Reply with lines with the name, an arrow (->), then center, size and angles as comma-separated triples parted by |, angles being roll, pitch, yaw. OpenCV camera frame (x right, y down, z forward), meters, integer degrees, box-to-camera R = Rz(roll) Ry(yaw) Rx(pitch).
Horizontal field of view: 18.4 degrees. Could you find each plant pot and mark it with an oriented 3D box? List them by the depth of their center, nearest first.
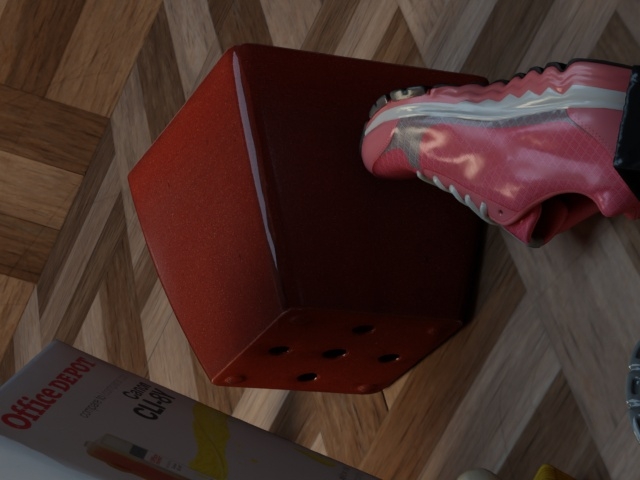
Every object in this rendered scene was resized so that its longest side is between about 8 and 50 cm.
plant pot -> 0.000, 0.000, 1.825 | 0.267, 0.267, 0.236 | -44, 48, 52

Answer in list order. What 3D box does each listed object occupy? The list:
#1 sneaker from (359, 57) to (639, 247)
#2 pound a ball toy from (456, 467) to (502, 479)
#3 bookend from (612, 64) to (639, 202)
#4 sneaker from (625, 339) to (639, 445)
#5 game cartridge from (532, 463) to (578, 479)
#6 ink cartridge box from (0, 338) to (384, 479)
sneaker -> 0.143, -0.060, 1.605 | 0.313, 0.116, 0.136 | -8, 78, 48
pound a ball toy -> 0.006, 0.308, 1.328 | 0.136, 0.208, 0.319 | -119, 43, -66
bookend -> 0.291, -0.051, 1.317 | 0.157, 0.156, 0.072 | 37, -117, -65
sneaker -> 0.240, 0.190, 1.201 | 0.111, 0.129, 0.297 | -4, 51, 30
game cartridge -> 0.104, 0.309, 1.365 | 0.285, 0.052, 0.324 | -61, 0, 6
ink cartridge box -> -0.102, 0.245, 1.568 | 0.279, 0.384, 0.160 | -52, -16, -77
